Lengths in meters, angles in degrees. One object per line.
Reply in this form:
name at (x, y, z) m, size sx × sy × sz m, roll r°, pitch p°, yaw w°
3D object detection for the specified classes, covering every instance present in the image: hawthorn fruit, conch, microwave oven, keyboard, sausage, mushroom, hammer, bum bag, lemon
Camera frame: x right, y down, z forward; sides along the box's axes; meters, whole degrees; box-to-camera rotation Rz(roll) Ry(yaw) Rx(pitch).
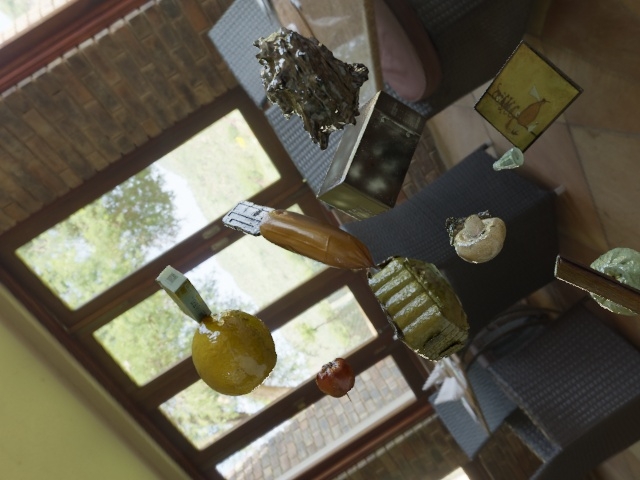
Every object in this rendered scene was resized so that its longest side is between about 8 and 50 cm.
hawthorn fruit at (0.053, 0.444, 1.682) m, size 0.140 × 0.125 × 0.125 m, roll 50°, pitch -176°, yaw -41°
conch at (-0.029, -0.306, 1.046) m, size 0.240 × 0.186 × 0.313 m, roll 39°, pitch -158°, yaw 21°
microwave oven at (0.206, -0.341, 2.201) m, size 0.236 × 0.432 × 0.374 m, roll 27°, pitch 165°, yaw -16°
keyboard at (-0.216, -0.069, 1.587) m, size 0.262 × 0.106 × 0.016 m, roll 18°, pitch 153°, yaw 54°
sausage at (-0.003, 0.003, 1.309) m, size 0.328 × 0.112 × 0.112 m, roll 21°, pitch 160°, yaw 26°
mushroom at (0.433, -0.010, 1.421) m, size 0.123 × 0.154 × 0.154 m, roll 57°, pitch 179°, yaw -10°
hammer at (0.797, 0.155, 1.342) m, size 0.408 × 0.095 × 0.243 m, roll 27°, pitch 125°, yaw 22°
bum bag at (0.515, -0.041, 1.810) m, size 0.248 × 0.069 × 0.102 m, roll 168°, pitch 91°, yaw -69°
lemon at (-0.295, 0.381, 1.797) m, size 0.297 × 0.297 × 0.297 m, roll 58°, pitch 179°, yaw 2°

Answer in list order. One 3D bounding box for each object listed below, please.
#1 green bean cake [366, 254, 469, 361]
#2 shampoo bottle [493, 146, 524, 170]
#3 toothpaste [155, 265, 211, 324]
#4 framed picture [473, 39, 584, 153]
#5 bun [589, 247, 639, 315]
green bean cake at (0.322, 0.194, 1.619) m, size 0.285 × 0.202 × 0.310 m, roll 33°, pitch -158°, yaw -55°
shampoo bottle at (0.687, -0.290, 1.925) m, size 0.191 × 0.041 × 0.069 m, roll 130°, pitch 115°, yaw -86°
toothpaste at (-0.442, 0.189, 1.719) m, size 0.089 × 0.071 × 0.313 m, roll 29°, pitch 157°, yaw 17°
framed picture at (0.696, -0.481, 1.795) m, size 0.255 × 0.014 × 0.339 m, roll 47°, pitch 152°, yaw 10°
bun at (0.861, 0.119, 1.493) m, size 0.118 × 0.195 × 0.195 m, roll 14°, pitch -147°, yaw -44°
